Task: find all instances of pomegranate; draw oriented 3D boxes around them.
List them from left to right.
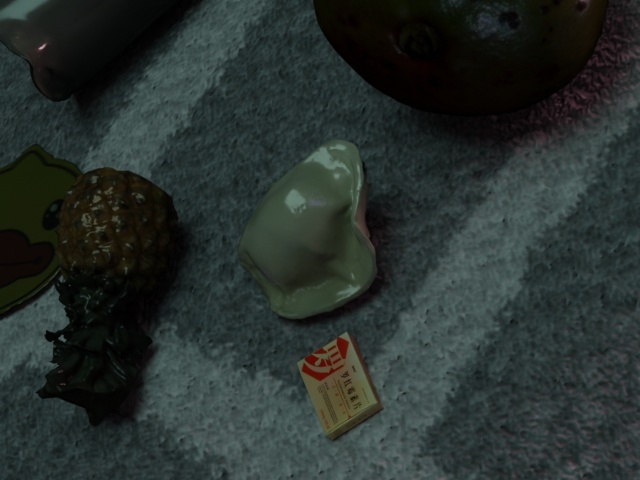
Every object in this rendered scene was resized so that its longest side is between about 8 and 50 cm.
[{"bbox_3d":[0.155,-0.276,1.771,0.291,0.291,0.323,20,63,42],"label":"pomegranate"}]

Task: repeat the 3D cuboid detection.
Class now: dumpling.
[{"bbox_3d":[0.001,-0.002,1.796,0.169,0.100,0.134,-43,61,4],"label":"dumpling"}]

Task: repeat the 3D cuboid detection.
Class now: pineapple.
[{"bbox_3d":[-0.219,0.055,1.893,0.128,0.128,0.248,-8,59,31],"label":"pineapple"}]

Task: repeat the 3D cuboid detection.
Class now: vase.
[{"bbox_3d":[-0.226,-0.305,2.154,0.301,0.156,0.251,-36,20,0],"label":"vase"}]

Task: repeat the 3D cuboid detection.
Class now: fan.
[{"bbox_3d":[-0.358,0.033,2.079,0.229,0.011,0.335,-7,54,31],"label":"fan"}]

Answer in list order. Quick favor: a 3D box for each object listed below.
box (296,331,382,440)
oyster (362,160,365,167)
[{"bbox_3d":[0.017,0.133,1.742,0.058,0.015,0.093,-32,46,9],"label":"box"},{"bbox_3d":[0.011,-0.051,1.878,0.083,0.019,0.054,-42,43,5],"label":"oyster"}]
